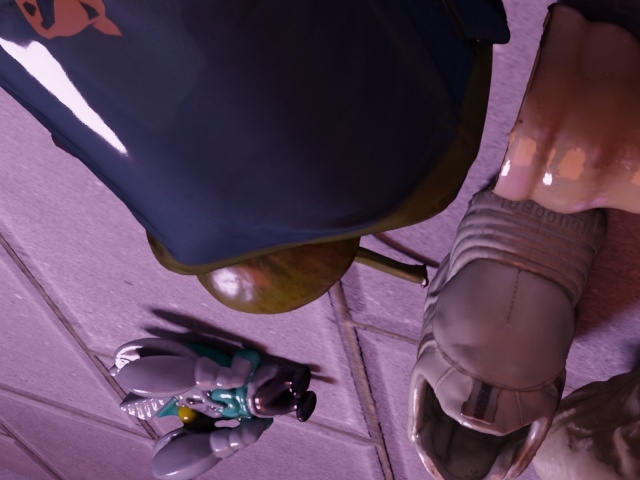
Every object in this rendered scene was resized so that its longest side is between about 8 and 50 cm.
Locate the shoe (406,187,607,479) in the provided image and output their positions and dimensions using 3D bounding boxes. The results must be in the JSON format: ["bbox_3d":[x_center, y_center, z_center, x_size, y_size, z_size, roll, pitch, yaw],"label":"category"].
[{"bbox_3d":[0.128,0.109,1.081,0.132,0.210,0.342,19,159,8],"label":"shoe"}]

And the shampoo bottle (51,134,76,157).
[{"bbox_3d":[-0.094,-0.111,0.972,0.098,0.071,0.309,34,154,-20],"label":"shampoo bottle"}]

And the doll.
[{"bbox_3d":[-0.150,0.179,1.626,0.258,0.153,0.195,-28,101,33],"label":"doll"}]

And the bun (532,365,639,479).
[{"bbox_3d":[0.300,0.172,1.165,0.231,0.133,0.231,5,176,0],"label":"bun"}]

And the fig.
[{"bbox_3d":[0.000,0.000,1.119,0.149,0.149,0.245,3,171,40],"label":"fig"}]

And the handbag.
[{"bbox_3d":[-0.051,-0.143,0.592,0.222,0.263,0.241,-8,144,28],"label":"handbag"}]

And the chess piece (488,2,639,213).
[{"bbox_3d":[0.301,-0.024,0.753,0.397,0.117,0.117,17,158,6],"label":"chess piece"}]
